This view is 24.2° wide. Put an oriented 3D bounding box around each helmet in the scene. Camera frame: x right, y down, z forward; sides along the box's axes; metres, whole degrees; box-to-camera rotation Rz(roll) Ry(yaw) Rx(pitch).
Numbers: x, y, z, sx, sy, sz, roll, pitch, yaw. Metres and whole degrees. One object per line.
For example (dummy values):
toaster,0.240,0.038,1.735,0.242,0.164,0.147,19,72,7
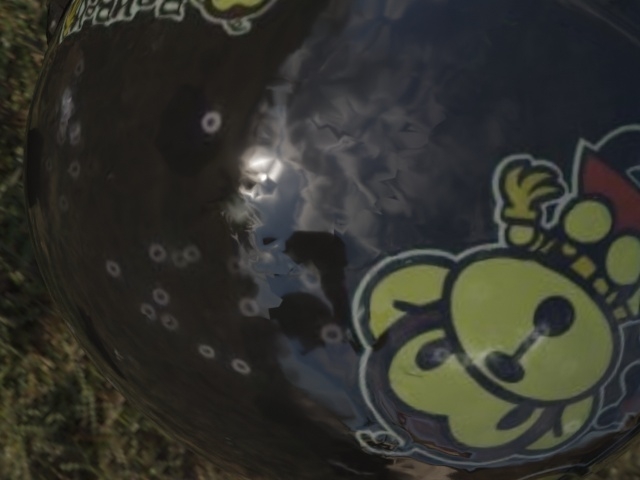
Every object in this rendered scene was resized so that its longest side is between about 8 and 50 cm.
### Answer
helmet,0.000,0.000,0.476,0.230,0.278,0.160,44,59,-39
